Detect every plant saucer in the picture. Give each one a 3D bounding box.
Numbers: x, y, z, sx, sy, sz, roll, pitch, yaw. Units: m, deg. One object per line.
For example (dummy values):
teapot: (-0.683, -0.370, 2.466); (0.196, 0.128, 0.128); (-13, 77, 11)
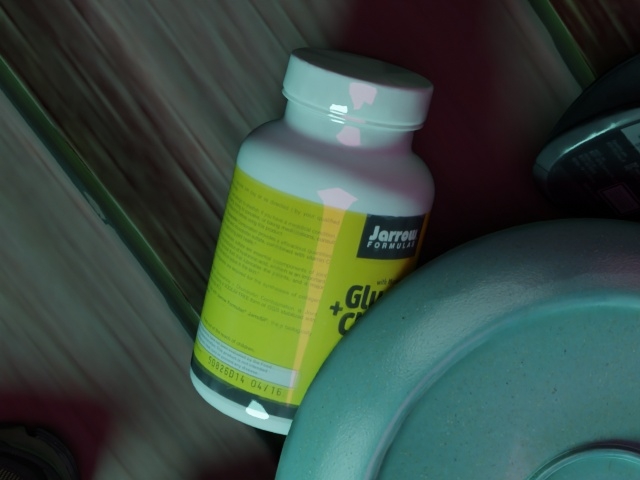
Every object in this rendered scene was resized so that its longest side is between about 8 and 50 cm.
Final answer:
plant saucer: (0.134, 0.149, 0.835); (0.317, 0.044, 0.318); (-1, 95, -9)

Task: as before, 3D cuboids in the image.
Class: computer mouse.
computer mouse: (0.249, -0.068, 0.871); (0.262, 0.060, 0.184); (-25, 142, 29)

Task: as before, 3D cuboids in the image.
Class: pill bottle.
pill bottle: (0.000, 0.000, 0.867); (0.103, 0.103, 0.184); (12, 105, -5)

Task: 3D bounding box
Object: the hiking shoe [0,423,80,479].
hiking shoe: (-0.245, 0.151, 0.896); (0.226, 0.114, 0.086); (-10, 105, 1)
